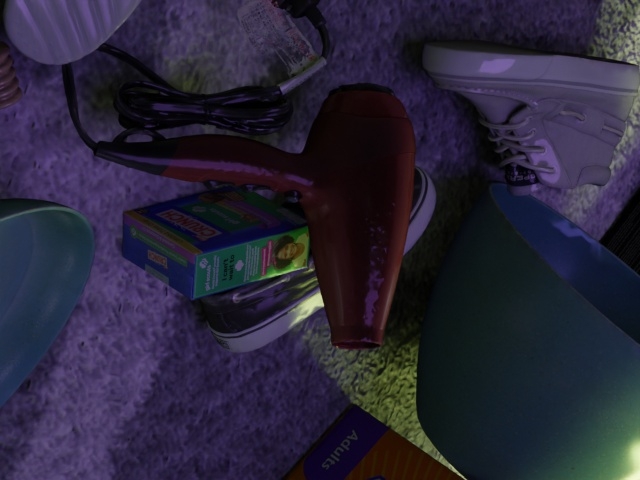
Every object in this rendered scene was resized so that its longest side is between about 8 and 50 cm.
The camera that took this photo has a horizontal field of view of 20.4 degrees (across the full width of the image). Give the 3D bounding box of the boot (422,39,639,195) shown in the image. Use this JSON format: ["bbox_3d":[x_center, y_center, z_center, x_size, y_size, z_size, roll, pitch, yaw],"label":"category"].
[{"bbox_3d":[0.174,-0.096,1.473,0.258,0.095,0.123,1,102,-45],"label":"boot"}]

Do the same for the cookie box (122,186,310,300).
[{"bbox_3d":[-0.076,0.000,1.303,0.107,0.092,0.040,-17,121,-37],"label":"cookie box"}]

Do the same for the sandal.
[{"bbox_3d":[-0.119,-0.234,1.146,0.265,0.076,0.102,-48,127,3],"label":"sandal"}]

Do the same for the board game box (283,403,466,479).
[{"bbox_3d":[0.091,0.434,1.515,0.356,0.356,0.356,-47,136,-13],"label":"board game box"}]

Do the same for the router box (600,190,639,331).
[{"bbox_3d":[0.365,0.052,1.754,0.309,0.081,0.243,-52,137,-7],"label":"router box"}]

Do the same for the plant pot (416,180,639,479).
[{"bbox_3d":[0.194,0.117,1.506,0.195,0.290,0.290,-51,139,13],"label":"plant pot"}]

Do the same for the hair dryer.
[{"bbox_3d":[-0.035,-0.050,1.257,0.224,0.080,0.293,-36,93,-22],"label":"hair dryer"}]

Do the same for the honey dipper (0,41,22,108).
[{"bbox_3d":[-0.224,-0.158,1.123,0.030,0.030,0.160,-31,128,-27],"label":"honey dipper"}]

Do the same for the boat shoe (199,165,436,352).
[{"bbox_3d":[0.000,0.000,1.385,0.219,0.078,0.070,-38,135,-19],"label":"boat shoe"}]

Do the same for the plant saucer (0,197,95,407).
[{"bbox_3d":[-0.273,0.085,1.115,0.317,0.044,0.317,-44,166,-13],"label":"plant saucer"}]
